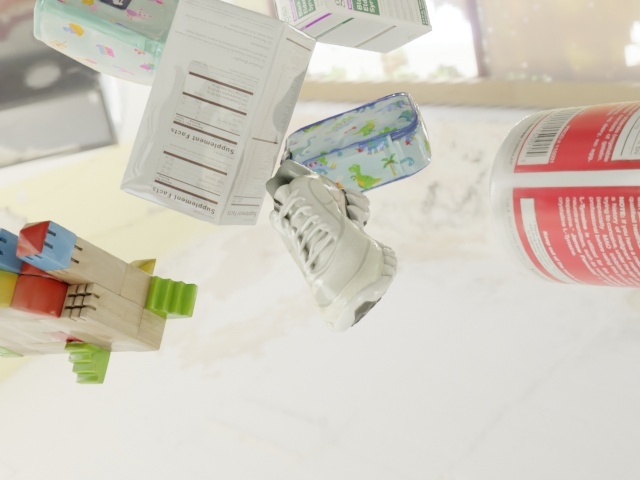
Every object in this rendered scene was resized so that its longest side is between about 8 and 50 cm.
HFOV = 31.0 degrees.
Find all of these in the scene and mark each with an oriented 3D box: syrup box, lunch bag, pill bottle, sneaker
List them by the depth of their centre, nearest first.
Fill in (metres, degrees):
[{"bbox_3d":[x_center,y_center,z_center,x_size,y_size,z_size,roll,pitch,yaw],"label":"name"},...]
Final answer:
[{"bbox_3d":[0.000,0.000,1.243,0.110,0.118,0.292,-46,-157,10],"label":"sneaker"},{"bbox_3d":[0.415,-0.054,1.360,0.229,0.229,0.408,-24,-165,-34],"label":"pill bottle"},{"bbox_3d":[0.045,-0.334,1.624,0.096,0.093,0.237,-21,167,39],"label":"syrup box"},{"bbox_3d":[0.051,-0.138,1.716,0.219,0.090,0.176,-18,-157,11],"label":"lunch bag"},{"bbox_3d":[-0.336,-0.351,1.884,0.223,0.160,0.262,22,-176,-4],"label":"lunch bag"}]

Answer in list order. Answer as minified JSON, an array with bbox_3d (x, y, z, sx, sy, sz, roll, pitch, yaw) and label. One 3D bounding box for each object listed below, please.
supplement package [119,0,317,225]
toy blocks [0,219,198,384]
[{"bbox_3d":[-0.118,-0.151,1.362,0.134,0.244,0.139,21,-174,15],"label":"supplement package"},{"bbox_3d":[-0.403,0.071,1.601,0.381,0.190,0.261,-6,153,36],"label":"toy blocks"}]
